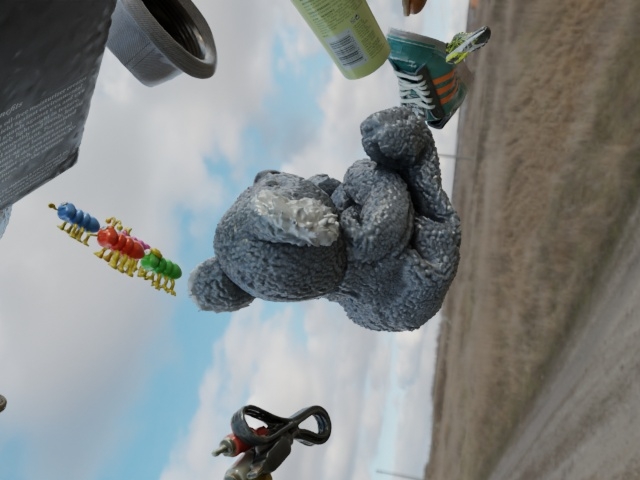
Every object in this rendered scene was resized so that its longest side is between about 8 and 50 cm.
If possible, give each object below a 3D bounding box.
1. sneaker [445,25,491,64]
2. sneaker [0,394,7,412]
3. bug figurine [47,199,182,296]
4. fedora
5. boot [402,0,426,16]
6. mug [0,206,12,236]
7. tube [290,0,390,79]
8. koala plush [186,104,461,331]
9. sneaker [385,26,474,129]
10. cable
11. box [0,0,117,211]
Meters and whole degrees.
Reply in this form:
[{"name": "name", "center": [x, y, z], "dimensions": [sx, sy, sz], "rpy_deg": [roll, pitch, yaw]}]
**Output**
[{"name": "sneaker", "center": [0.206, -0.285, 0.901], "dimensions": [0.031, 0.083, 0.035], "rpy_deg": [-3, -105, -36]}, {"name": "sneaker", "center": [-0.766, 0.373, 1.362], "dimensions": [0.066, 0.188, 0.071], "rpy_deg": [-89, -3, -69]}, {"name": "bug figurine", "center": [-0.363, 0.006, 1.142], "dimensions": [0.216, 0.279, 0.072], "rpy_deg": [38, -101, -43]}, {"name": "fedora", "center": [-0.304, -0.371, 1.132], "dimensions": [0.243, 0.124, 0.276], "rpy_deg": [42, -157, -37]}, {"name": "boot", "center": [0.177, -0.338, 0.709], "dimensions": [0.073, 0.152, 0.197], "rpy_deg": [-68, -7, -75]}, {"name": "mug", "center": [-0.627, -0.020, 0.944], "dimensions": [0.328, 0.276, 0.374], "rpy_deg": [26, 95, 60]}, {"name": "tube", "center": [-0.008, -0.269, 0.627], "dimensions": [0.240, 0.062, 0.070], "rpy_deg": [48, -119, -39]}, {"name": "koala plush", "center": [0.000, 0.000, 0.577], "dimensions": [0.221, 0.196, 0.204], "rpy_deg": [-6, -111, -43]}, {"name": "sneaker", "center": [0.185, -0.272, 1.102], "dimensions": [0.302, 0.108, 0.121], "rpy_deg": [10, -77, -59]}, {"name": "cable", "center": [-0.074, 0.303, 0.984], "dimensions": [0.140, 0.072, 0.287], "rpy_deg": [67, -159, 3]}, {"name": "box", "center": [-0.333, -0.201, 0.483], "dimensions": [0.183, 0.296, 0.294], "rpy_deg": [-48, 0, -42]}]
